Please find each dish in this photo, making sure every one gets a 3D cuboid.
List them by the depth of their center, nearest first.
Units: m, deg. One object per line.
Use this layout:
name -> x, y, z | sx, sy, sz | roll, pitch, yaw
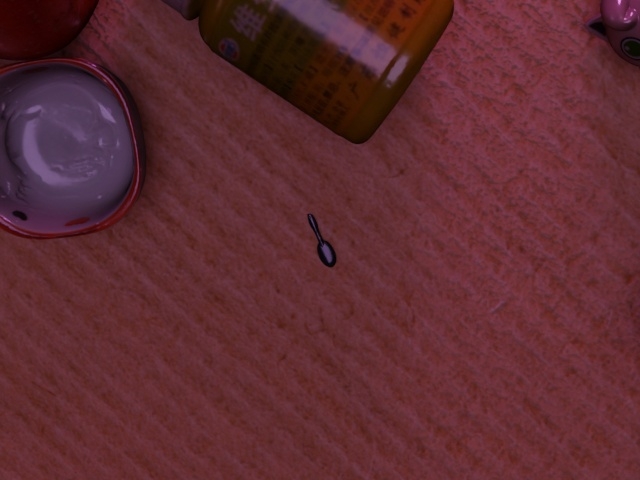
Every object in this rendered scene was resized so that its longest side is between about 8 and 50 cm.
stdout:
dish -> -0.347, -0.128, 1.319 | 0.256, 0.117, 0.256 | 1, 102, 4

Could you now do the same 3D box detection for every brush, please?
brush -> 0.000, 0.000, 1.379 | 0.024, 0.008, 0.083 | -23, 100, 10

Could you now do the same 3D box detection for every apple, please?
apple -> -0.384, -0.354, 1.202 | 0.217, 0.260, 0.260 | 11, 103, 8

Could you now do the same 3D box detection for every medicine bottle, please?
medicine bottle -> -0.046, -0.309, 1.205 | 0.384, 0.224, 0.224 | 33, 103, -3

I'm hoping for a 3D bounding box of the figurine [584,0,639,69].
figurine -> 0.418, -0.278, 1.232 | 0.138, 0.125, 0.125 | 39, 102, 8
